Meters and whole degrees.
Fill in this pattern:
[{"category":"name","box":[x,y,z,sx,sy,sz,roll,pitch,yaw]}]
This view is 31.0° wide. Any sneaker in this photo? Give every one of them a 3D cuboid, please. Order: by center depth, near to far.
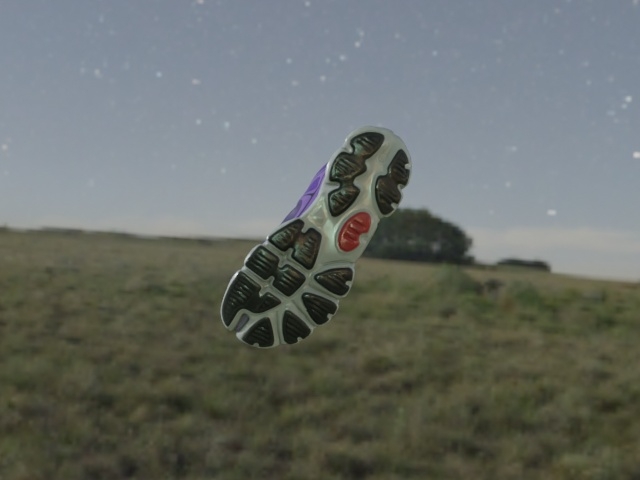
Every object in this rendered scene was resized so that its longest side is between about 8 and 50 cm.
[{"category":"sneaker","box":[0.000,0.000,0.771,0.068,0.170,0.071,40,-5,-7]}]
